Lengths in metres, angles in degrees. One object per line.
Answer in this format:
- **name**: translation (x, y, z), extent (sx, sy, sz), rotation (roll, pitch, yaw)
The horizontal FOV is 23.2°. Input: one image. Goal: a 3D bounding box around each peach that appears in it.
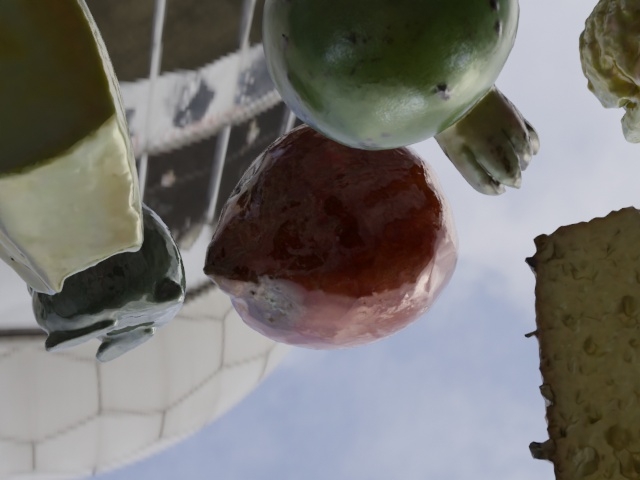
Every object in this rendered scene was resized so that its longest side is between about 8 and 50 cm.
- **peach**: translation (0.000, 0.000, 1.532), extent (0.256, 0.232, 0.232), rotation (-6, -119, -37)

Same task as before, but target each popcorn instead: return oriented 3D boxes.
- **popcorn**: translation (0.362, -0.189, 1.618), extent (0.187, 0.167, 0.185), rotation (35, -123, 4)

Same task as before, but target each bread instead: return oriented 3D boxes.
- **bread**: translation (0.229, 0.143, 0.907), extent (0.194, 0.179, 0.340), rotation (-9, -131, 12)

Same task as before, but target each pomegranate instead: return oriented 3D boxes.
- **pomegranate**: translation (0.069, -0.139, 1.141), extent (0.248, 0.202, 0.202), rotation (49, -119, -14)

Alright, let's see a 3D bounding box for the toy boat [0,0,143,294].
- **toy boat**: translation (-0.102, -0.065, 0.422), extent (0.065, 0.066, 0.172), rotation (-31, -82, -12)

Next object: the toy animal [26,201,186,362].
- **toy animal**: translation (-0.177, -0.023, 1.211), extent (0.138, 0.108, 0.236), rotation (-22, -118, 20)
